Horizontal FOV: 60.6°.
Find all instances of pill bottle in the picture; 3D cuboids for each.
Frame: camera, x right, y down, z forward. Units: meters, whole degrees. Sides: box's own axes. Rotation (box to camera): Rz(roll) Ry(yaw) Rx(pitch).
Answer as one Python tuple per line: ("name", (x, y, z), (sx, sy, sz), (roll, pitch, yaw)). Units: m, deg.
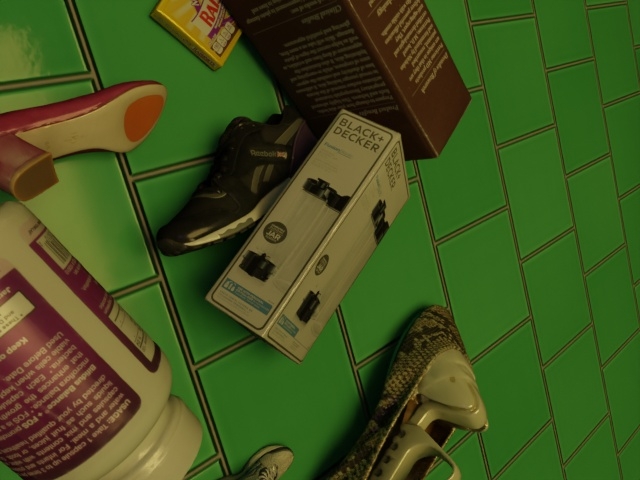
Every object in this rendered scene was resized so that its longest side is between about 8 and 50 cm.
("pill bottle", (-0.253, 0.125, 0.524), (0.169, 0.169, 0.301), (-48, 116, -29))

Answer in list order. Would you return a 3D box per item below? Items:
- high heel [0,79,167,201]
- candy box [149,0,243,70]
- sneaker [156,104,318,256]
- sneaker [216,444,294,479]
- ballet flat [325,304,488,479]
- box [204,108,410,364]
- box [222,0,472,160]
("high heel", (-0.278, -0.129, 0.593), (0.244, 0.117, 0.082), (-53, 163, -40))
("candy box", (-0.130, -0.338, 0.724), (0.105, 0.027, 0.205), (35, 68, -31))
("sneaker", (-0.110, -0.084, 0.695), (0.283, 0.107, 0.124), (-38, 108, -43))
("sneaker", (-0.082, 0.322, 0.723), (0.135, 0.058, 0.052), (-25, 104, -37))
("ballet flat", (0.144, 0.304, 0.823), (0.164, 0.182, 0.482), (52, 60, -24))
("box", (0.000, 0.000, 0.699), (0.289, 0.087, 0.169), (-56, 156, -14))
("box", (0.025, -0.281, 0.719), (0.143, 0.191, 0.381), (-55, 126, -27))
